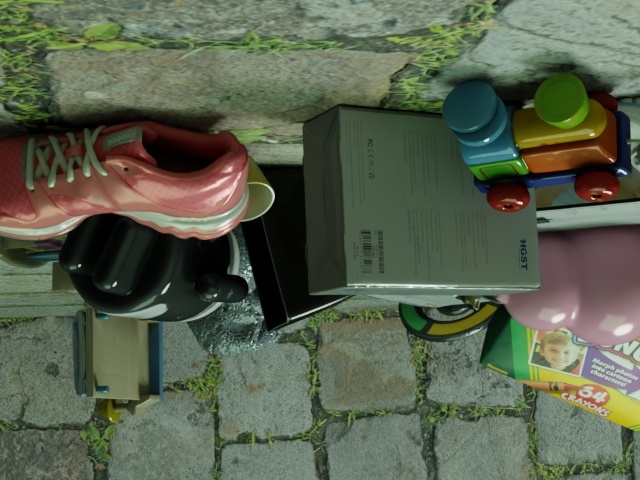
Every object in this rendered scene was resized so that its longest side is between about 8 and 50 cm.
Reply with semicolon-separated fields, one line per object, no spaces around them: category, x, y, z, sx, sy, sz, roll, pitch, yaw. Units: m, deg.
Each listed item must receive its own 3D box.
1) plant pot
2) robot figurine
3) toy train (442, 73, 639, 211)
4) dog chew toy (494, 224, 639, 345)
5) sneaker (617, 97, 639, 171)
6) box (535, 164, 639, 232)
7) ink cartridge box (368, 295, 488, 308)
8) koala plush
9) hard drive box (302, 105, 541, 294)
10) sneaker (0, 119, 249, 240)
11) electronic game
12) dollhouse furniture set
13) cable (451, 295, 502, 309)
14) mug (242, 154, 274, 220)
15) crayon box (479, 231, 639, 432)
plant pot;0.000;0.000;1.455;0.167;0.188;0.187;-14;174;-12
robot figurine;-0.217;0.016;1.496;0.174;0.209;0.278;-28;163;18
toy train;0.243;-0.107;1.047;0.248;0.105;0.143;-6;158;26
dog chew toy;0.385;0.045;1.470;0.332;0.206;0.206;-3;172;-6
sneaker;0.352;-0.074;1.143;0.191;0.082;0.071;25;151;-11
box;0.328;-0.068;1.331;0.290;0.087;0.169;-5;171;21
ink cartridge box;0.111;0.046;1.934;0.324;0.071;0.330;13;171;-17
koala plush;-0.124;0.051;1.756;0.196;0.203;0.221;21;147;11
hard drive box;0.105;-0.034;1.180;0.232;0.181;0.089;3;171;-26
sneaker;-0.220;-0.080;1.142;0.314;0.115;0.136;0;152;-14
electronic game;0.255;0.102;2.152;0.229;0.229;0.048;-7;132;29
dollhouse furniture set;-0.385;0.121;1.693;0.198;0.303;0.286;-6;171;18
cable;0.198;0.014;1.634;0.140;0.072;0.287;-1;-151;-18
mug;-0.088;-0.070;1.282;0.062;0.064;0.078;-2;138;-25
crayon box;0.470;0.134;1.724;0.363;0.106;0.313;23;135;-1
